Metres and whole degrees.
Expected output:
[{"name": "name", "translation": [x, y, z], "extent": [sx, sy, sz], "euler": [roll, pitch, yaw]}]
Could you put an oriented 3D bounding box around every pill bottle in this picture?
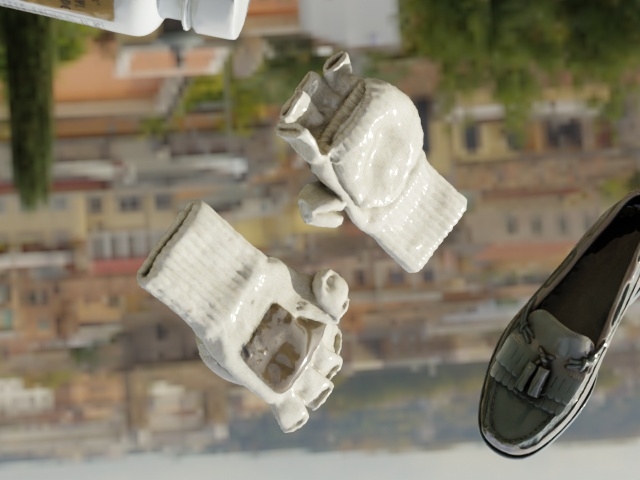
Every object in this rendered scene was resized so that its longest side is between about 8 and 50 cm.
[{"name": "pill bottle", "translation": [-0.168, -0.234, 1.523], "extent": [0.229, 0.131, 0.131], "euler": [13, 175, 3]}]

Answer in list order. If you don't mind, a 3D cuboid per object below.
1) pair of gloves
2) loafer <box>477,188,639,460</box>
[{"name": "pair of gloves", "translation": [0.000, 0.000, 1.370], "extent": [0.042, 0.240, 0.204], "euler": [26, 159, 46]}, {"name": "loafer", "translation": [0.218, 0.065, 1.668], "extent": [0.096, 0.267, 0.084], "euler": [29, 166, 17]}]
